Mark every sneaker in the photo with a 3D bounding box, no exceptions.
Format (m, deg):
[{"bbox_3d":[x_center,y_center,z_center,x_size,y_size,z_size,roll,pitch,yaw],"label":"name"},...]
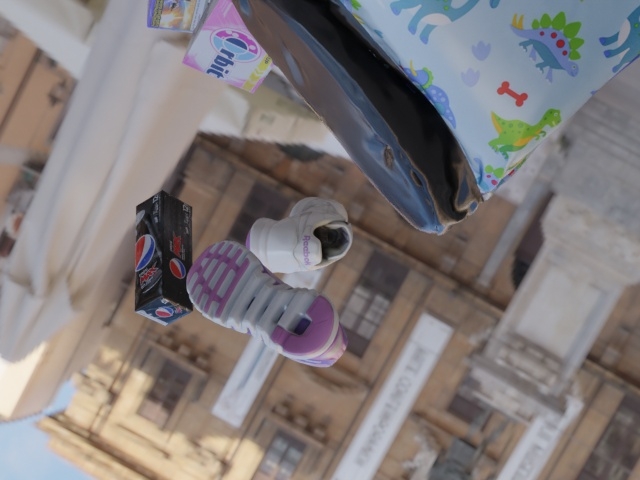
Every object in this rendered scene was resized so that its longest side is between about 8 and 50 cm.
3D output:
[{"bbox_3d":[-0.059,0.083,1.356,0.236,0.095,0.104,29,172,35],"label":"sneaker"},{"bbox_3d":[0.000,0.000,1.879,0.152,0.114,0.305,1,-167,22],"label":"sneaker"}]

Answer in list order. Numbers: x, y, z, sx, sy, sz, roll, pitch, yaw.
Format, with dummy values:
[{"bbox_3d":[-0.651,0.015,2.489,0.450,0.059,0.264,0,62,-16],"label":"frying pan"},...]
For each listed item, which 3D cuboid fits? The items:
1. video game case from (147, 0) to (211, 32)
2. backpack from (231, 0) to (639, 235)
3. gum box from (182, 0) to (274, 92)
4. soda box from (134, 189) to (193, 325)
[{"bbox_3d":[-0.159,-0.461,1.962,0.244,0.269,0.061,4,-124,-16],"label":"video game case"},{"bbox_3d":[0.151,-0.216,0.910,0.290,0.355,0.273,52,170,-12],"label":"backpack"},{"bbox_3d":[-0.101,-0.273,1.507,0.107,0.062,0.188,23,152,-15],"label":"gum box"},{"bbox_3d":[-0.205,0.022,1.503,0.060,0.053,0.169,31,-139,-41],"label":"soda box"}]
